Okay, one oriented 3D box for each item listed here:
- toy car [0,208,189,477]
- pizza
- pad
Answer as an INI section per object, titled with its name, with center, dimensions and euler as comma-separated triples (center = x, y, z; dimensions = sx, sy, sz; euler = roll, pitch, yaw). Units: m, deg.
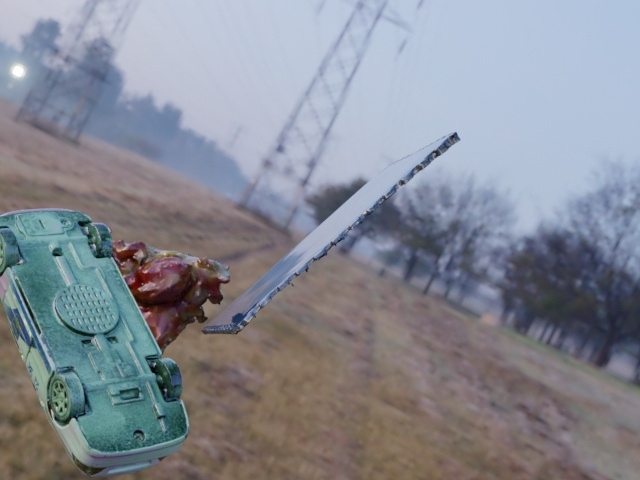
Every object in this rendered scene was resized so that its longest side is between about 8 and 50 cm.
[toy car]
center = -0.177, 0.072, 0.933
dimensions = 0.090, 0.076, 0.224
euler = -5, 50, -36
[pizza]
center = -0.185, 0.052, 1.239
dimensions = 0.201, 0.193, 0.053
euler = 62, -2, 3
[pad]
center = 0.000, 0.000, 1.206
dimensions = 0.012, 0.270, 0.269
euler = 50, -13, -4
